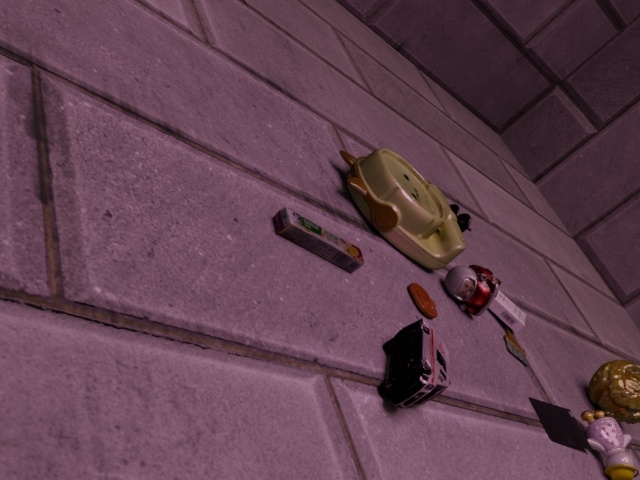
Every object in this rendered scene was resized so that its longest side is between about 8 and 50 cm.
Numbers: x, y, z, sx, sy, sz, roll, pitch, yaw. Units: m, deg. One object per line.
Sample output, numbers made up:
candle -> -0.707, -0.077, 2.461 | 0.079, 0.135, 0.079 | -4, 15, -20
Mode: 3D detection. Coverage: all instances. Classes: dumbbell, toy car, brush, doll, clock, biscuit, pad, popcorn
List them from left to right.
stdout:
clock -> 0.193, -0.102, 1.685 | 0.348, 0.117, 0.286 | 34, 27, -30
toy car -> 0.172, 0.227, 1.184 | 0.108, 0.089, 0.209 | 49, 20, -11
biscuit -> 0.227, 0.134, 1.510 | 0.078, 0.015, 0.091 | 26, 32, -44
dumbbell -> 0.405, -0.065, 2.052 | 0.147, 0.069, 0.069 | 32, 28, -31
toy car -> 0.359, 0.106, 1.689 | 0.112, 0.112, 0.139 | 22, 21, -17
brush -> 0.505, 0.242, 1.825 | 0.082, 0.010, 0.218 | 39, 25, -20
pad -> 0.574, 0.438, 1.636 | 0.193, 0.004, 0.116 | 23, 33, -38
doll -> 0.713, 0.508, 1.683 | 0.129, 0.081, 0.207 | -1, 45, -13
popcorn -> 0.867, 0.446, 1.959 | 0.212, 0.198, 0.198 | 60, 9, -46

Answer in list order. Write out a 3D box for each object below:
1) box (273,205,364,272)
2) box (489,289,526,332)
box -> 0.000, 0.000, 1.294 | 0.207, 0.041, 0.049 | 28, 33, -37
box -> 0.483, 0.172, 1.842 | 0.154, 0.040, 0.084 | 42, 26, 5
